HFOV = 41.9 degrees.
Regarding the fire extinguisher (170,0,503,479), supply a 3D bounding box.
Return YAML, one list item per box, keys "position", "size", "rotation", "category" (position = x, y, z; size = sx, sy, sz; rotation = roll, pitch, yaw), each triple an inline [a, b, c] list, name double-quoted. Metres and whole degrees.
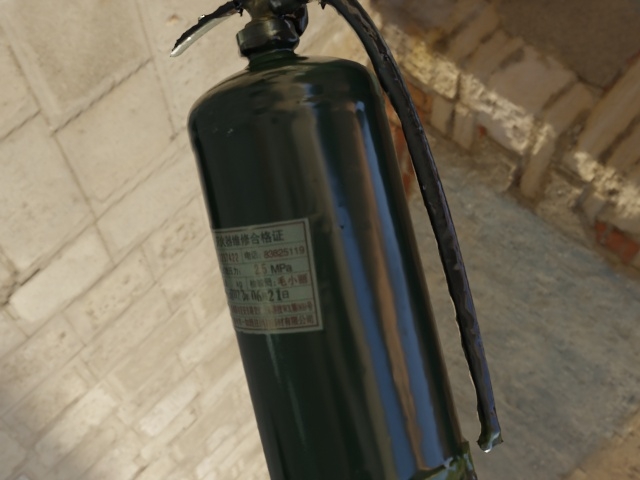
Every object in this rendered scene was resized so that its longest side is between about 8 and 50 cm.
- position: [0.000, 0.000, 0.370]
  size: [0.118, 0.294, 0.093]
  rotation: [-13, 180, 33]
  category: "fire extinguisher"
